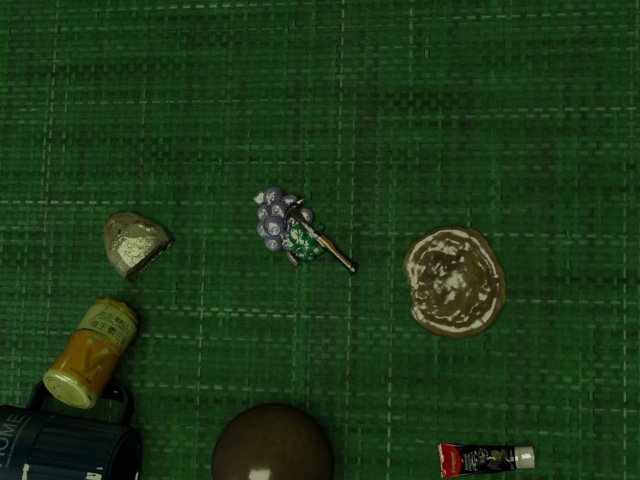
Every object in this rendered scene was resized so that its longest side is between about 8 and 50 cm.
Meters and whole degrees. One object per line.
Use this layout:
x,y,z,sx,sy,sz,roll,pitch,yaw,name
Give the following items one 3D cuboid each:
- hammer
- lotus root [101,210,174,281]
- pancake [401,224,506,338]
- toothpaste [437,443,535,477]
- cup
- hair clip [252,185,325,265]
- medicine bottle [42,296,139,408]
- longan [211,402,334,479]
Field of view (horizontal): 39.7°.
0.000,0.000,1.886,0.201,0.021,0.078,44,81,-1,hammer
-0.423,0.002,1.956,0.144,0.070,0.143,39,92,11,lotus root
0.276,0.085,1.840,0.223,0.042,0.236,8,86,13,pancake
0.336,0.446,1.798,0.194,0.045,0.071,-5,84,15,toothpaste
-0.542,0.469,1.877,0.292,0.308,0.242,6,118,10,cup
-0.072,-0.029,1.915,0.195,0.052,0.124,43,88,4,hair clip
-0.477,0.229,1.877,0.124,0.124,0.238,16,52,11,medicine bottle
-0.094,0.454,1.765,0.258,0.258,0.257,-1,85,10,longan
